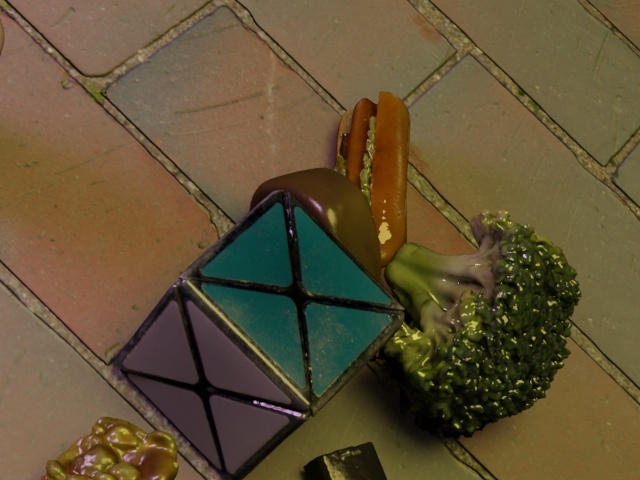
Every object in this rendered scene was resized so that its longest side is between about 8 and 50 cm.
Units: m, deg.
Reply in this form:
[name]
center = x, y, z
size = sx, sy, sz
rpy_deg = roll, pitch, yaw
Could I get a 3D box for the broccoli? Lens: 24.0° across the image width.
[broccoli]
center = 0.199, 0.109, 2.164
size = 0.293, 0.348, 0.281
rpy_deg = -15, 35, -35

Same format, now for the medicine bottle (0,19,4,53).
[medicine bottle]
center = -0.522, -0.217, 1.999
size = 0.152, 0.254, 0.152
rpy_deg = 15, 53, -21

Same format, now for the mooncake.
[mooncake]
center = 0.000, 0.000, 2.173
size = 0.117, 0.235, 0.235
rpy_deg = -14, 68, -34

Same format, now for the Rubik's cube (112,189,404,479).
[Rubik's cube]
center = -0.082, 0.132, 2.020
size = 0.259, 0.255, 0.260
rpy_deg = 43, 50, 2

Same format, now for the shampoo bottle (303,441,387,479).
[shampoo bottle]
center = 0.080, 0.432, 2.042
size = 0.098, 0.071, 0.310
rpy_deg = -8, 67, -36

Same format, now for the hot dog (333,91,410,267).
[hot dog]
center = 0.071, -0.086, 2.323
size = 0.100, 0.135, 0.337
rpy_deg = 35, 47, -39

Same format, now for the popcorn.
[popcorn]
center = -0.262, 0.318, 1.858
size = 0.197, 0.156, 0.198
rpy_deg = 1, 52, -1
